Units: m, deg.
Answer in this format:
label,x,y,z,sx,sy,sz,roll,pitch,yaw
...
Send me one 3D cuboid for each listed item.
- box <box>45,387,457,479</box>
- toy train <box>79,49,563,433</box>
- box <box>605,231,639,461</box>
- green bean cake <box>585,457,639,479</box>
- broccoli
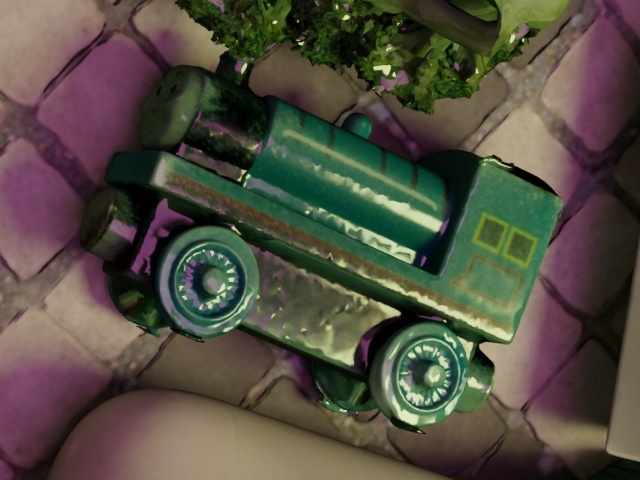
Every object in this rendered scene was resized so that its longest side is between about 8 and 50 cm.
label,x,y,z,sx,sy,sz,roll,pitch,yaw
box,-0.040,0.263,1.272,0.349,0.141,0.288,20,93,-25
toy train,0.000,0.000,1.258,0.298,0.120,0.194,24,83,-24
box,0.322,0.017,1.334,0.200,0.106,0.299,11,97,20
green bean cake,0.213,0.267,1.346,0.193,0.107,0.208,-19,118,-65
broccoli,0.057,-0.206,1.166,0.308,0.275,0.307,-21,135,-23
